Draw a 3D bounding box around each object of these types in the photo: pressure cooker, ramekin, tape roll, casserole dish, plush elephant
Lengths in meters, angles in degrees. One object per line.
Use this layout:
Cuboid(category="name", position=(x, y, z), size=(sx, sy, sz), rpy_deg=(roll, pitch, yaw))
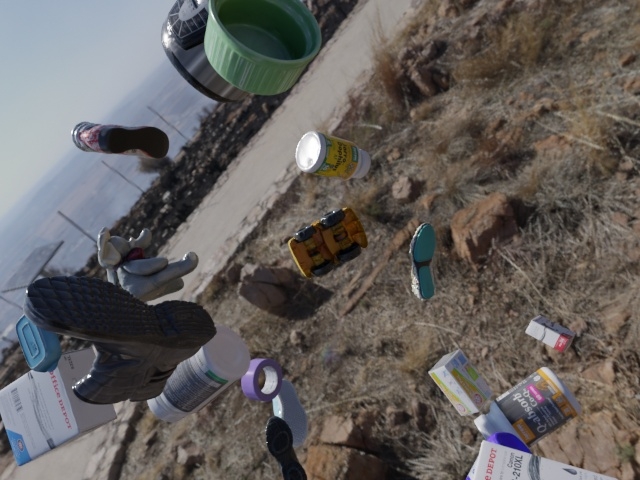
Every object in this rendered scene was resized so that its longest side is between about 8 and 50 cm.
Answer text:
Cuboid(category="pressure cooker", position=(-0.275, -0.721, 1.665), size=(0.420, 0.370, 0.375), rpy_deg=(-33, 30, 29))
Cuboid(category="ramekin", position=(-0.163, -0.539, 1.343), size=(0.148, 0.303, 0.303), rpy_deg=(-48, 15, 52))
Cuboid(category="tape roll", position=(-0.266, 0.636, 2.289), size=(0.080, 0.189, 0.189), rpy_deg=(-9, 43, 37))
Cuboid(category="casserole dish", position=(-0.741, 0.258, 1.305), size=(0.114, 0.188, 0.037), rpy_deg=(-39, -18, 22))
Cuboid(category="plush elephant", position=(-0.620, 0.076, 1.675), size=(0.330, 0.255, 0.272), rpy_deg=(-26, -10, -30))

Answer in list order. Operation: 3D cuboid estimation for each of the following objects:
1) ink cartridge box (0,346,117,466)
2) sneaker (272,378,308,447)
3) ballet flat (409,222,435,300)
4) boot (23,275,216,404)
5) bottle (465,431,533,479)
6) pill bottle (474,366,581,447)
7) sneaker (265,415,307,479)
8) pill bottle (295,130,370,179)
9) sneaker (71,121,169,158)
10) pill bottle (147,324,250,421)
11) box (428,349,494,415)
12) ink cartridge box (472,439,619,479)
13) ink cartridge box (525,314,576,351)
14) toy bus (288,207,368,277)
Cuboid(category="ink cartridge box", position=(-0.754, 0.471, 1.424), size=(0.307, 0.223, 0.129), rpy_deg=(-31, -13, 24))
Cuboid(category="sneaker", position=(-0.148, 0.851, 2.406), size=(0.366, 0.135, 0.150), rpy_deg=(-110, 25, -52))
Cuboid(category="ballet flat", position=(0.304, 0.064, 1.531), size=(0.077, 0.091, 0.241), rpy_deg=(-164, 73, -67))
Cuboid(category="boot", position=(-0.358, 0.192, 0.841), size=(0.222, 0.338, 0.118), rpy_deg=(-47, 47, 16))
Cuboid(category="bottle", position=(0.398, 0.589, 1.174), size=(0.118, 0.092, 0.282), rpy_deg=(-125, 47, -57))
Cuboid(category="pill bottle", position=(0.615, 0.520, 1.499), size=(0.278, 0.162, 0.162), rpy_deg=(-37, 27, 5))
Cuboid(category="sneaker", position=(-0.147, 0.825, 1.950), size=(0.109, 0.286, 0.130), rpy_deg=(-17, -8, -17))
Cuboid(category="pill bottle", position=(0.043, -0.237, 1.445), size=(0.118, 0.208, 0.117), rpy_deg=(-9, 78, 48))
Cuboid(category="sneaker", position=(-0.550, -0.280, 1.383), size=(0.145, 0.090, 0.270), rpy_deg=(11, 11, 17))
Cuboid(category="pill bottle", position=(-0.426, 0.465, 1.718), size=(0.361, 0.204, 0.204), rpy_deg=(-41, 26, 24))
Cuboid(category="box", position=(0.522, 0.529, 1.858), size=(0.114, 0.203, 0.103), rpy_deg=(-33, -9, -36))
Cuboid(category="ink cartridge box", position=(0.382, 0.475, 0.871), size=(0.237, 0.100, 0.172), rpy_deg=(8, 26, 25))
Cuboid(category="ink cartridge box", position=(0.811, 0.326, 1.763), size=(0.135, 0.099, 0.056), rpy_deg=(29, 113, 34))
Cuboid(category="toy bus", position=(0.000, 0.000, 1.515), size=(0.220, 0.149, 0.211), rpy_deg=(-30, 14, -14))
